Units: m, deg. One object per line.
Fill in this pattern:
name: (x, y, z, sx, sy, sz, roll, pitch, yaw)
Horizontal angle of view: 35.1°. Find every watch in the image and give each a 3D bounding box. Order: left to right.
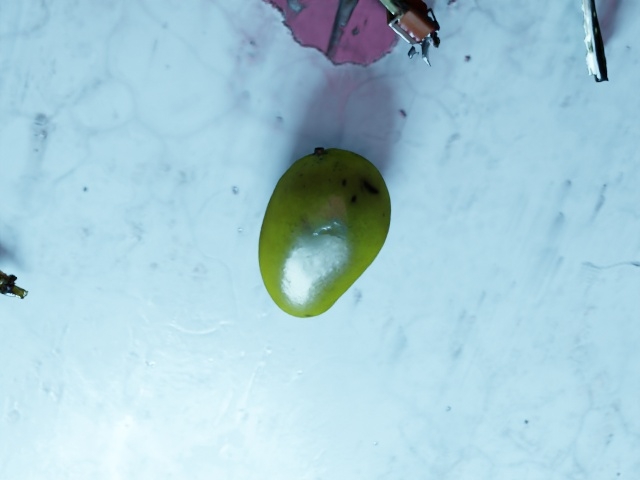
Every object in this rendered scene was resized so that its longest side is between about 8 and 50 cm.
watch: (0.114, -0.214, 0.752, 0.165, 0.102, 0.268, -18, 124, 12)

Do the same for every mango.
mango: (0.000, 0.000, 0.844, 0.103, 0.076, 0.161, 10, 122, -16)

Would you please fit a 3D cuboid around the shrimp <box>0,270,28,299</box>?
shrimp: (-0.315, 0.034, 0.862, 0.127, 0.025, 0.091, 23, 111, -9)
